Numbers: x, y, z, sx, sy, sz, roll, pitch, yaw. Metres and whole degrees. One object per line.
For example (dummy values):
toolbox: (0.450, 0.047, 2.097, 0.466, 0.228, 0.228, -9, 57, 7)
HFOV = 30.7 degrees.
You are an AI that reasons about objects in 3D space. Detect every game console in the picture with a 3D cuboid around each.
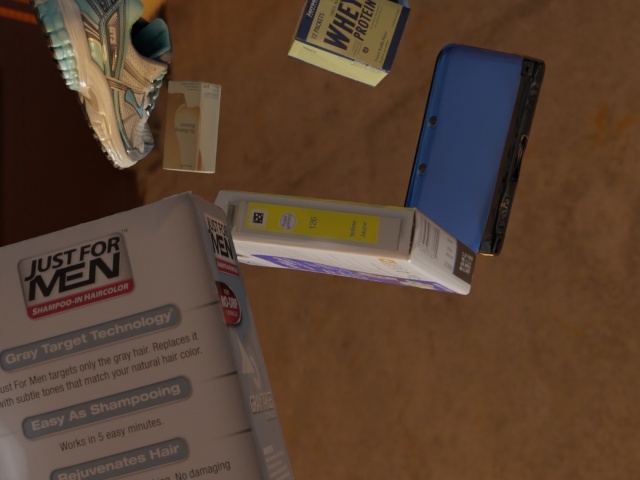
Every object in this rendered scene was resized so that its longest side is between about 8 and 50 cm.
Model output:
game console: (0.205, -0.137, 1.692, 0.250, 0.173, 0.293, -107, -151, -76)

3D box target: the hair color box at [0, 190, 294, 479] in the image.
hair color box: (-0.117, 0.173, 0.801, 0.113, 0.185, 0.374, 31, 43, -81)

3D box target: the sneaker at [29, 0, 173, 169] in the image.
sneaker: (-0.209, -0.177, 1.269, 0.283, 0.122, 0.110, 75, -8, -65)

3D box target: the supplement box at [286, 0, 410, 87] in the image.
supplement box: (0.022, -0.174, 0.976, 0.083, 0.083, 0.056, 165, -57, -84)

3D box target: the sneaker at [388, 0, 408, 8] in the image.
sneaker: (0.072, -0.363, 1.489, 0.069, 0.082, 0.209, -6, -78, 19)

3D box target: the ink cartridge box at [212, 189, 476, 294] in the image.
ink cartridge box: (0.000, 0.000, 1.354, 0.307, 0.303, 0.072, 9, -95, 20)

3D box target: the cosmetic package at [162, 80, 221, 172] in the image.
cosmetic package: (-0.165, -0.145, 1.489, 0.060, 0.041, 0.115, 5, -87, 36)
